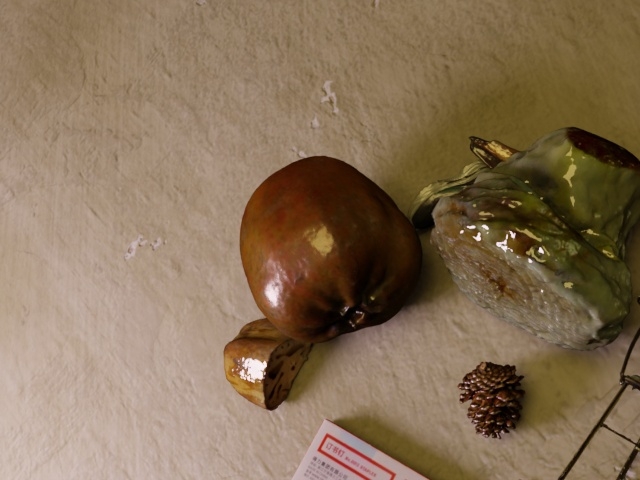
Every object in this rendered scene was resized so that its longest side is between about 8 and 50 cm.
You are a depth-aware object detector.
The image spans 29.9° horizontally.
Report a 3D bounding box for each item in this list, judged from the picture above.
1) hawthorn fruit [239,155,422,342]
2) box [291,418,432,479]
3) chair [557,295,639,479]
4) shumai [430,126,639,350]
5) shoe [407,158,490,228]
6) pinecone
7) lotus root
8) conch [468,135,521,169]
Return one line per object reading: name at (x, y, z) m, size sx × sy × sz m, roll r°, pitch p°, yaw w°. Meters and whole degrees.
hawthorn fruit at (0.000, 0.000, 1.838) m, size 0.267 × 0.268 × 0.301 m, roll -37°, pitch 55°, yaw 10°
box at (0.065, 0.370, 1.798) m, size 0.229 × 0.050 × 0.123 m, roll 25°, pitch 82°, yaw 31°
chair at (0.457, 0.215, 1.578) m, size 0.170 × 0.160 × 0.326 m, roll 28°, pitch 89°, yaw 50°
shumai at (0.339, -0.021, 1.698) m, size 0.309 × 0.304 × 0.263 m, roll 39°, pitch 77°, yaw 5°
shoe at (0.221, -0.050, 1.864) m, size 0.169 × 0.071 × 0.099 m, roll -32°, pitch 64°, yaw 9°
pinecone at (0.246, 0.231, 1.733) m, size 0.102 × 0.102 × 0.109 m, roll 3°, pitch 83°, yaw 27°
lotus root at (-0.094, 0.186, 1.921) m, size 0.135 × 0.095 × 0.159 m, roll 7°, pitch 70°, yaw 32°
conch at (0.337, -0.098, 1.812) m, size 0.232 × 0.086 × 0.080 m, roll 31°, pitch 53°, yaw 30°
